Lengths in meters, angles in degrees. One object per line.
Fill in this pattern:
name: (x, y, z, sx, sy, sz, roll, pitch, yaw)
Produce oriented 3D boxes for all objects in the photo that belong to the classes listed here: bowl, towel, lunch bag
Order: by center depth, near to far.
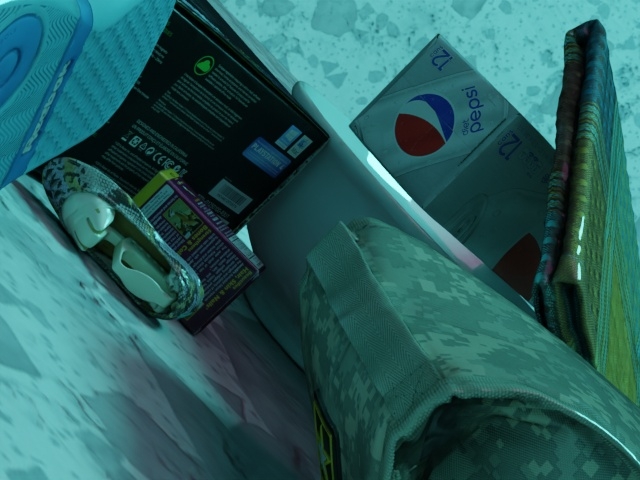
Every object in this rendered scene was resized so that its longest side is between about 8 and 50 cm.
lunch bag: (0.093, 0.133, 0.871, 0.287, 0.169, 0.235, 48, 6, -20)
towel: (0.185, 0.082, 1.153, 0.271, 0.040, 0.370, -75, 156, -50)
bowl: (0.042, 0.037, 1.255, 0.298, 0.134, 0.298, 45, 6, -6)

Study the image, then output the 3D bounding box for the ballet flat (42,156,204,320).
ballet flat: (-0.110, 0.000, 0.966, 0.114, 0.041, 0.041, 45, 7, -4)

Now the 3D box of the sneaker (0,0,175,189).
sneaker: (-0.206, -0.116, 0.797, 0.208, 0.127, 0.319, 32, 15, 5)

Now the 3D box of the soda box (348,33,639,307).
soda box: (0.138, -0.027, 1.265, 0.098, 0.091, 0.286, 49, 7, 35)

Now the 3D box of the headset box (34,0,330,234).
headset box: (-0.165, -0.151, 1.121, 0.283, 0.131, 0.246, 50, 7, 34)

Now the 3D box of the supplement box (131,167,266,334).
supplement box: (-0.080, 0.005, 1.038, 0.083, 0.055, 0.043, 47, 7, 0)
